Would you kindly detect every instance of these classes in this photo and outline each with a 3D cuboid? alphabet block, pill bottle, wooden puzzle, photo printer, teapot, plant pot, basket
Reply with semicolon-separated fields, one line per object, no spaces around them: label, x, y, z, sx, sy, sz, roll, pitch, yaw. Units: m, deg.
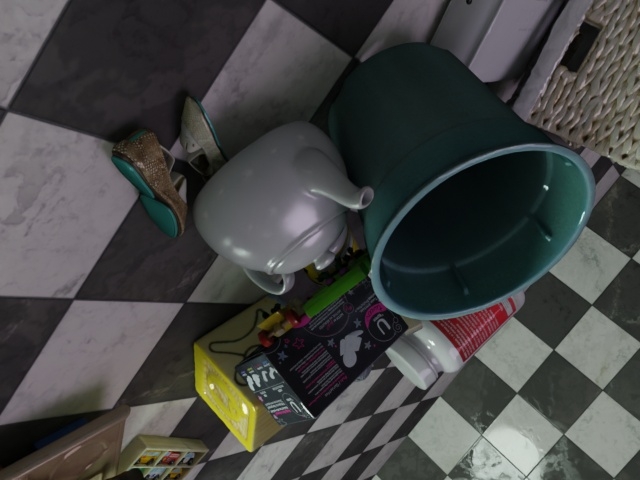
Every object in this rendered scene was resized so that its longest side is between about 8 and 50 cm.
alphabet block;-0.116;0.257;1.432;0.197;0.192;0.193;-31;148;-30
pill bottle;0.000;0.000;1.329;0.119;0.119;0.208;-45;154;-7
wooden puzzle;-0.489;0.422;1.219;0.322;0.080;0.347;-24;151;-40
photo printer;0.337;-0.430;1.262;0.256;0.107;0.307;-17;141;-48
teapot;-0.050;-0.034;1.060;0.252;0.187;0.256;-39;175;7
plant pot;0.182;-0.113;1.125;0.341;0.334;0.341;-13;138;-12
pill bottle;0.391;0.240;2.153;0.408;0.229;0.229;-42;154;-13
basket;0.551;-0.338;1.401;0.328;0.267;0.331;-64;175;18

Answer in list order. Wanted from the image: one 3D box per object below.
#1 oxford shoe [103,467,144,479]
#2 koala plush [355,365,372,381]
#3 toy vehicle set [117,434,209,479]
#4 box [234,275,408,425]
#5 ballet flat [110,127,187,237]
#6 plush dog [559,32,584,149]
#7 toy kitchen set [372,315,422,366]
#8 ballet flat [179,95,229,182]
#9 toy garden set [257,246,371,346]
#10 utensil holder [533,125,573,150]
oxford shoe;-0.369;0.458;1.323;0.076;0.076;0.212;-13;160;2
koala plush;0.056;0.183;1.620;0.196;0.203;0.221;43;70;-52
toy vehicle set;-0.364;0.493;1.553;0.166;0.035;0.267;-48;155;1
box;0.002;0.191;1.275;0.247;0.142;0.163;-37;180;-30
ballet flat;-0.209;-0.075;0.961;0.067;0.073;0.206;-55;161;-20
plush dog;0.591;-0.363;1.623;0.262;0.225;0.210;-48;-172;-8
toy kitchen set;0.164;0.245;1.981;0.207;0.122;0.166;-26;153;1
ballet flat;-0.160;-0.126;0.978;0.052;0.057;0.168;-34;152;-7
toy garden set;-0.001;0.072;1.185;0.204;0.049;0.244;-37;-179;15
utensil holder;0.351;-0.088;1.522;0.385;0.328;0.327;-11;137;-53
